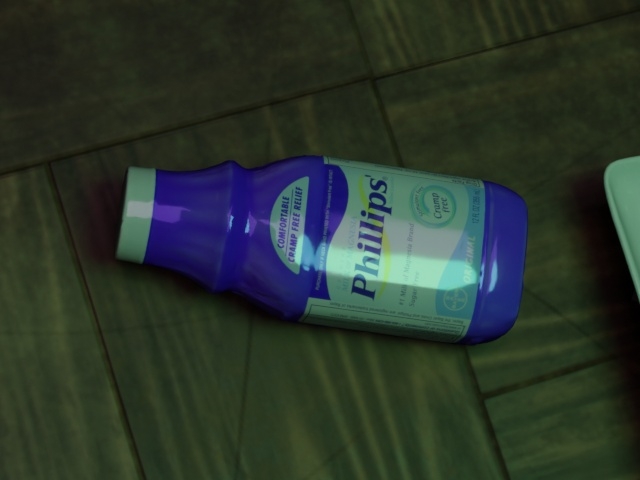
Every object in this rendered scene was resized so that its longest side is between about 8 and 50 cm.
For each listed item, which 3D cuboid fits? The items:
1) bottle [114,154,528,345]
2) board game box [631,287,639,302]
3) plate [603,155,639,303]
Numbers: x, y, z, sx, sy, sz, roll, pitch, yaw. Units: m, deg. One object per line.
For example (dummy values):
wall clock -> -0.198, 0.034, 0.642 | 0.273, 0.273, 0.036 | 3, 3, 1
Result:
bottle -> 0.000, 0.000, 1.388 | 0.282, 0.092, 0.118 | 9, 76, -8
board game box -> 0.285, 0.016, 1.475 | 0.090, 0.020, 0.090 | 20, 71, -5
plate -> 0.353, 0.059, 1.439 | 0.278, 0.045, 0.277 | -9, 76, -19
